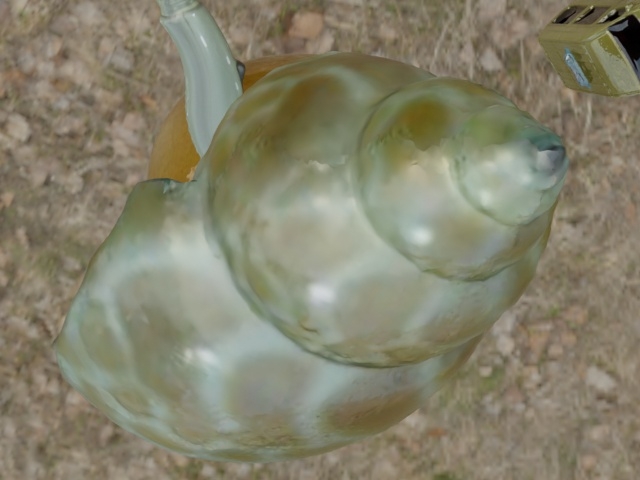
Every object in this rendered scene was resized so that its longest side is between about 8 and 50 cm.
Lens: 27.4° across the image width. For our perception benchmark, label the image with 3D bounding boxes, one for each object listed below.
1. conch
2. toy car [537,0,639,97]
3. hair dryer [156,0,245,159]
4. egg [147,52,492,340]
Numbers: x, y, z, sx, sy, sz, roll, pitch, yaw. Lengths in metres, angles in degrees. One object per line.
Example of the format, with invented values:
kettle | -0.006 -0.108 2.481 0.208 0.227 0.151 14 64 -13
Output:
conch | 0.001 0.010 0.385 0.173 0.106 0.116 -42 146 18
toy car | 0.330 -0.214 1.409 0.124 0.257 0.101 -35 104 -2
hair dryer | -0.002 -0.067 0.794 0.229 0.092 0.267 3 120 -6
egg | 0.011 -0.017 1.182 0.351 0.282 0.282 28 127 -18
